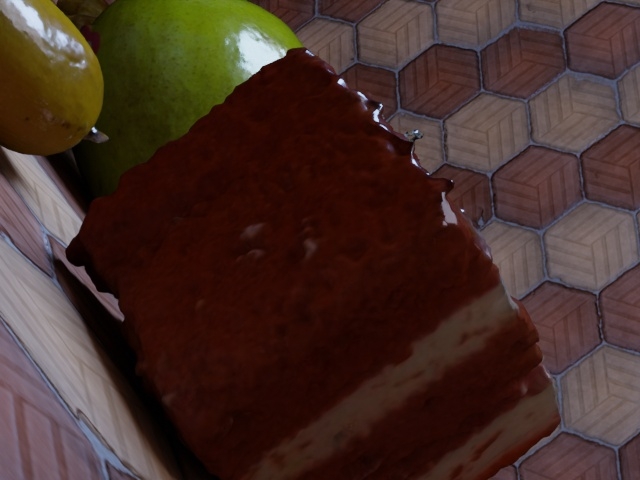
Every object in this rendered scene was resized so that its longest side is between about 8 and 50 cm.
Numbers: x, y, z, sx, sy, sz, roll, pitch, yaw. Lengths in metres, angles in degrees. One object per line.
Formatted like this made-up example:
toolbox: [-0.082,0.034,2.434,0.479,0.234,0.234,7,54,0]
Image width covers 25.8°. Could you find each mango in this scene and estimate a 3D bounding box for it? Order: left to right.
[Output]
mango: [-0.291,-0.181,1.149,0.317,0.119,0.176,43,6,-23]

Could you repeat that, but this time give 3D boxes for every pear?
pear: [-0.143,-0.109,1.542,0.287,0.287,0.375,53,23,-52]

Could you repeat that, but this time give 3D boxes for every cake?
cake: [0.004,0.071,1.111,0.269,0.270,0.319,53,0,45]

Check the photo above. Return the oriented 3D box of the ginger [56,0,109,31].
ginger: [-0.227,-0.221,1.806,0.358,0.152,0.274,0,54,-34]

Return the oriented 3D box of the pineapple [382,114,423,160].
pineapple: [-0.001,-0.001,1.944,0.352,0.353,0.300,-127,-159,-59]
